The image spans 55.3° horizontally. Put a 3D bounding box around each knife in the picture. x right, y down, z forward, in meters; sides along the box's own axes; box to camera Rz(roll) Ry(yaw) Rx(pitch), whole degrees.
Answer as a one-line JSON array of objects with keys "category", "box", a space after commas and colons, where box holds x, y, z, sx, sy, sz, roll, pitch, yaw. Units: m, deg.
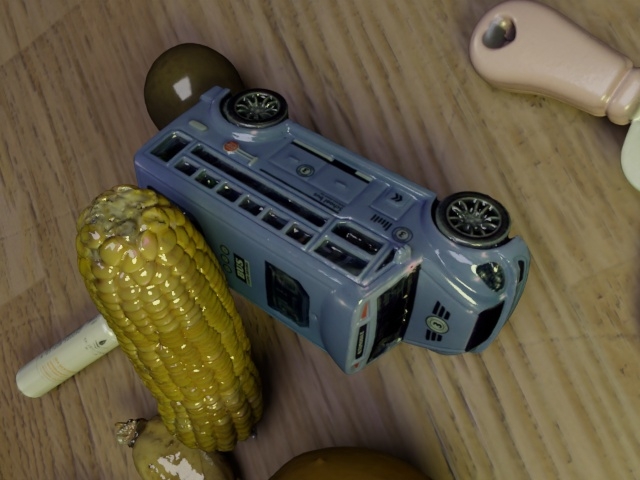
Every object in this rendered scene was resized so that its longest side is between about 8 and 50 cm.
[{"category": "knife", "box": [0.235, -0.072, 0.416, 0.336, 0.043, 0.081, 43, 106, 31]}]

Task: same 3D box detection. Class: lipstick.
[{"category": "lipstick", "box": [-0.262, 0.120, 0.650, 0.141, 0.040, 0.040, -33, 74, 17]}]

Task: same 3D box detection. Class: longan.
[{"category": "longan", "box": [-0.116, -0.129, 0.580, 0.113, 0.113, 0.092, 37, 57, 22]}]

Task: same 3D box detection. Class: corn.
[{"category": "corn", "box": [-0.108, 0.072, 0.470, 0.101, 0.292, 0.101, -5, 51, 6]}]

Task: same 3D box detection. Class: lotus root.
[{"category": "lotus root", "box": [-0.134, 0.207, 0.572, 0.152, 0.063, 0.072, 26, 116, 19]}]

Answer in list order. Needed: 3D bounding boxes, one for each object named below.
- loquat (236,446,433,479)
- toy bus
[{"category": "loquat", "box": [0.015, 0.248, 0.427, 0.208, 0.208, 0.208, -2, 85, 24]}, {"category": "toy bus", "box": [0.000, 0.000, 0.470, 0.292, 0.125, 0.133, 31, 55, 22]}]
